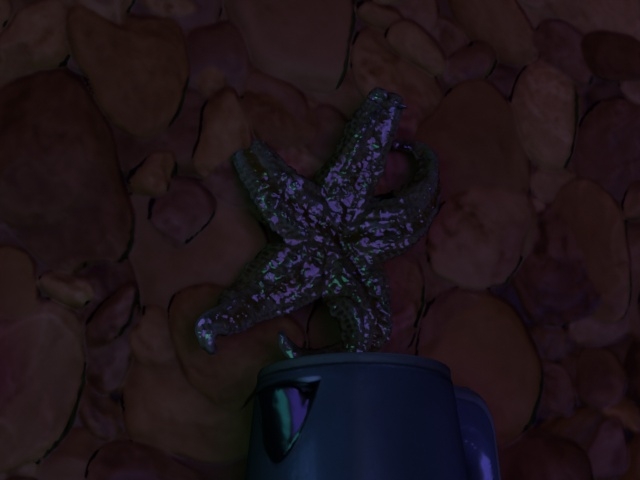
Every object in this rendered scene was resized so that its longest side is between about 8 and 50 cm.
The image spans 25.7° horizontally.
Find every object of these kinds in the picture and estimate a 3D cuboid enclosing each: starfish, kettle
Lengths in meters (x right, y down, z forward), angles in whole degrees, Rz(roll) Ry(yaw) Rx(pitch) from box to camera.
[{"bbox_3d":[0.002,-0.004,0.845,0.209,0.053,0.150,-39,83,-25],"label":"starfish"},{"bbox_3d":[0.043,0.193,0.793,0.210,0.160,0.243,15,68,-40],"label":"kettle"}]
